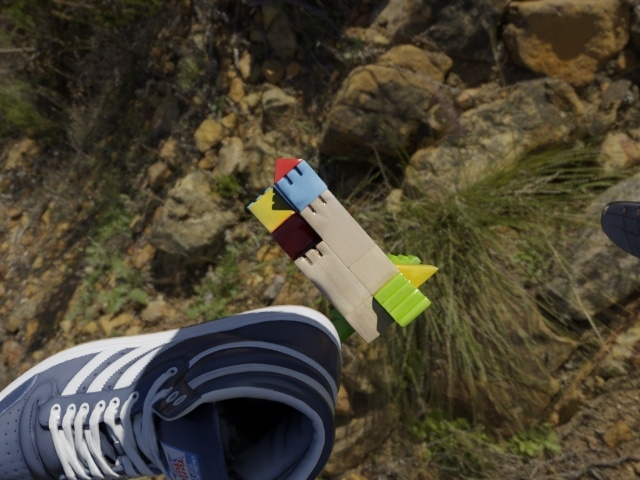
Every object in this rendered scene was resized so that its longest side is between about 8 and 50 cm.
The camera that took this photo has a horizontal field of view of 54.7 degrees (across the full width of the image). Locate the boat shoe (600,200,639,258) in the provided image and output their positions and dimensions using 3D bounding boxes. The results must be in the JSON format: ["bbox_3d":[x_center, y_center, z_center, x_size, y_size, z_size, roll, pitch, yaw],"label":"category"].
[{"bbox_3d":[0.737,-0.013,1.251,0.116,0.325,0.123,-45,-30,-55],"label":"boat shoe"}]

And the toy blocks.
[{"bbox_3d":[0.000,0.000,0.937,0.191,0.261,0.381,-41,6,-2],"label":"toy blocks"}]

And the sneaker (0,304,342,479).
[{"bbox_3d":[-0.119,0.126,0.399,0.282,0.099,0.153,-18,14,2],"label":"sneaker"}]
